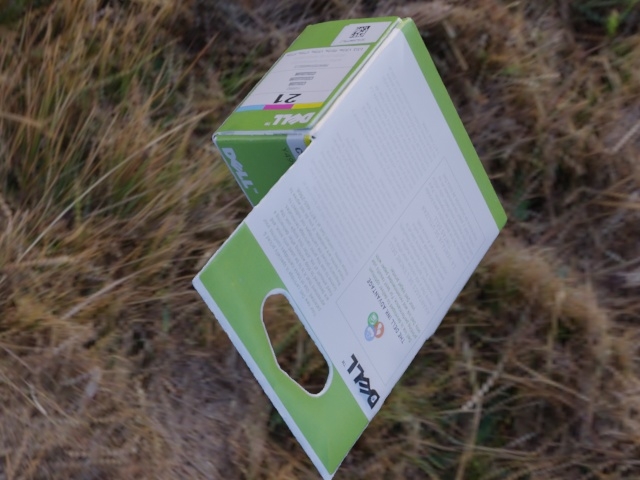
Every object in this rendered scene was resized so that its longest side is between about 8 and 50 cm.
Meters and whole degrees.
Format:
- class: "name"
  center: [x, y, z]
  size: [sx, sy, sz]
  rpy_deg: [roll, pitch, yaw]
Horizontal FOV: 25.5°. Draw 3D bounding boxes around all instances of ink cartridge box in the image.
- class: "ink cartridge box"
  center: [0.000, 0.000, 0.944]
  size: [0.255, 0.097, 0.189]
  rpy_deg: [-52, 128, -32]
